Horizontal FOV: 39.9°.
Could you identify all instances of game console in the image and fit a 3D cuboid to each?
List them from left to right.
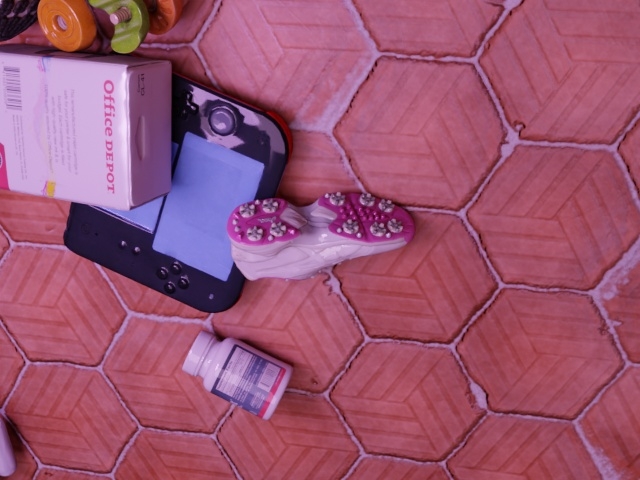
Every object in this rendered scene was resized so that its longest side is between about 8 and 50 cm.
[{"bbox_3d":[-0.247,-0.087,1.490,0.341,0.060,0.387,22,114,1],"label":"game console"}]

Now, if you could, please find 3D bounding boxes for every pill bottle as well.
[{"bbox_3d":[-0.149,0.235,1.578,0.180,0.108,0.108,27,115,0],"label":"pill bottle"}]

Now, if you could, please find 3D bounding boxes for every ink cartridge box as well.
[{"bbox_3d":[-0.397,-0.186,1.403,0.306,0.131,0.226,10,110,19],"label":"ink cartridge box"}]

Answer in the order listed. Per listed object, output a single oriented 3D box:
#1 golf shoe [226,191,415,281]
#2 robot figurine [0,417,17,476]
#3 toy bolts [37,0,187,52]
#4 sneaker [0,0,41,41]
[{"bbox_3d":[0.000,0.000,1.444,0.306,0.115,0.140,-1,137,-7],"label":"golf shoe"},{"bbox_3d":[-0.757,0.429,1.731,0.299,0.200,0.354,-9,112,-3],"label":"robot figurine"},{"bbox_3d":[-0.325,-0.411,1.336,0.218,0.158,0.229,-2,120,37],"label":"toy bolts"},{"bbox_3d":[-0.475,-0.508,1.328,0.182,0.158,0.411,23,108,13],"label":"sneaker"}]
